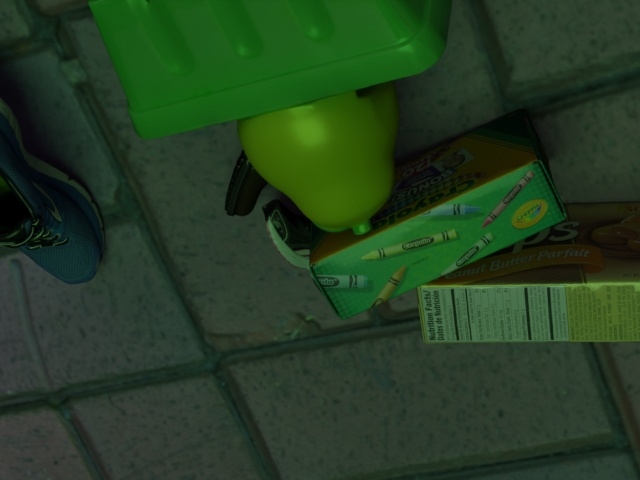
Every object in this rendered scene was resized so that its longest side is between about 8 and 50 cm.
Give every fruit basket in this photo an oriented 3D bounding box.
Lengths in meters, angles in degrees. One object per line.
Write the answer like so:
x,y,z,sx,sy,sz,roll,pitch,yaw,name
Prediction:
-0.018,-0.201,1.477,0.392,0.283,0.392,7,143,5,fruit basket

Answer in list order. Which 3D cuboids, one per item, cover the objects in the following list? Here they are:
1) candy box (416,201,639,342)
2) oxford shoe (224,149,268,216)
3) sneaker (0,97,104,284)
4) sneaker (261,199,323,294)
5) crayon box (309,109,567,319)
0.280,0.035,1.600,0.316,0.183,0.087,-2,119,15,candy box
-0.041,-0.103,1.660,0.096,0.083,0.227,30,123,-9,oxford shoe
-0.377,-0.033,1.707,0.130,0.147,0.330,-18,140,17,sneaker
0.000,0.000,1.716,0.077,0.072,0.178,-35,131,14,sneaker
0.127,-0.031,1.579,0.278,0.165,0.081,-25,112,12,crayon box
